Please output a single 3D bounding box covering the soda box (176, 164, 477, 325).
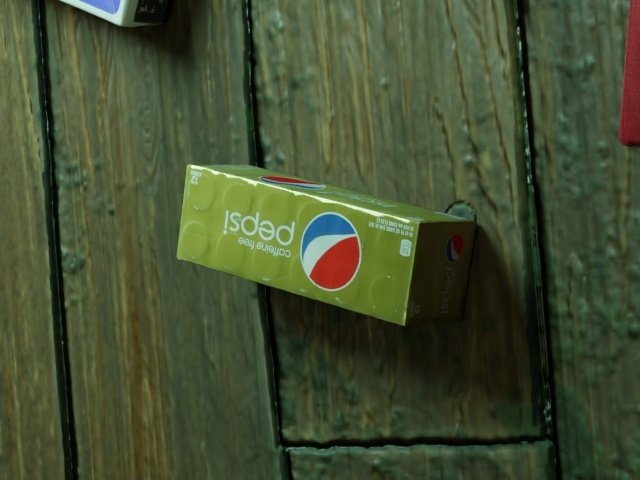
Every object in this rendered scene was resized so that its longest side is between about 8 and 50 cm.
[{"bbox_3d":[0.000,0.000,1.080,0.181,0.058,0.061,15,101,39],"label":"soda box"}]

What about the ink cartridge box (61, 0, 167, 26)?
[{"bbox_3d":[-0.163,-0.268,1.213,0.208,0.045,0.206,26,108,35],"label":"ink cartridge box"}]

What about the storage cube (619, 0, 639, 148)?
[{"bbox_3d":[0.253,-0.128,0.770,0.183,0.215,0.193,12,105,38],"label":"storage cube"}]
